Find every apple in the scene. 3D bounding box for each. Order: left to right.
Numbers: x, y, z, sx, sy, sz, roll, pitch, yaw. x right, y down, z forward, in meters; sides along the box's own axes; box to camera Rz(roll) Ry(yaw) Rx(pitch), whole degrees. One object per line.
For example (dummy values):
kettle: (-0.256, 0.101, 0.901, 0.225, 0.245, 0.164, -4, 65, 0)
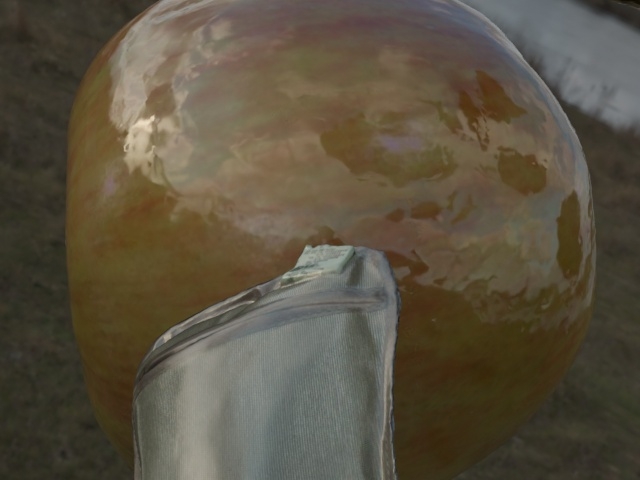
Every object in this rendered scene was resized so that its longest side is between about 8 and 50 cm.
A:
apple: (0.000, 0.000, 0.797, 0.346, 0.391, 0.391, -10, 21, -5)

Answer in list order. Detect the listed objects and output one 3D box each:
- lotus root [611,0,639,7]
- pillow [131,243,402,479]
lotus root: (0.143, -0.173, 0.424, 0.310, 0.183, 0.183, 25, 15, -2)
pillow: (-0.022, 0.095, 0.401, 0.038, 0.131, 0.232, 52, 21, -37)
